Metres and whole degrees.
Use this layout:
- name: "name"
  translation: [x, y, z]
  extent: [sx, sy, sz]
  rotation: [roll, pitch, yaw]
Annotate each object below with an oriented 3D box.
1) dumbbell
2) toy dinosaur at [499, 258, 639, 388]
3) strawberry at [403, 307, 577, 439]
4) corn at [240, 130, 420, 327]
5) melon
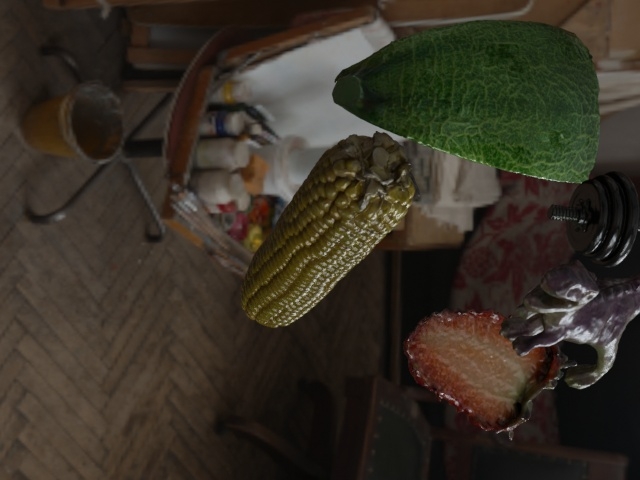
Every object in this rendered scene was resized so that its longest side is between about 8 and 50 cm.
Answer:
- name: "dumbbell"
  translation: [0.331, -0.017, 0.934]
  extent: [0.099, 0.208, 0.099]
  rotation: [-174, -90, -77]
- name: "toy dinosaur"
  translation: [0.262, 0.055, 0.790]
  extent: [0.251, 0.200, 0.072]
  rotation: [0, 56, -20]
- name: "strawberry"
  translation: [0.213, 0.150, 1.207]
  extent: [0.167, 0.208, 0.087]
  rotation: [-51, -172, 0]
- name: "corn"
  translation: [0.000, 0.000, 0.981]
  extent: [0.106, 0.305, 0.106]
  rotation: [15, 51, -20]
- name: "melon"
  translation: [0.181, -0.165, 1.078]
  extent: [0.323, 0.124, 0.196]
  rotation: [0, 82, -28]
